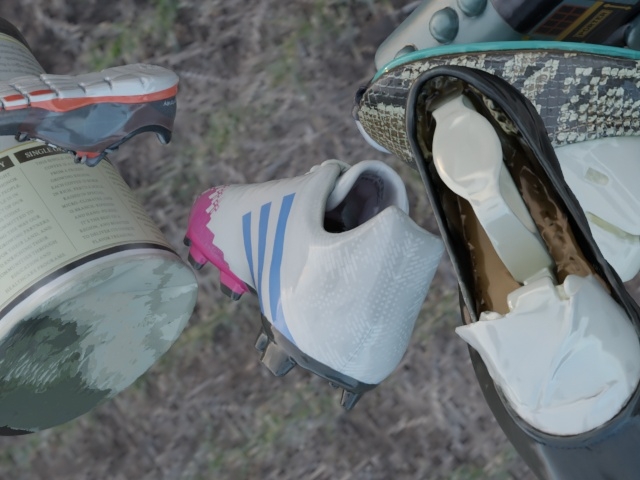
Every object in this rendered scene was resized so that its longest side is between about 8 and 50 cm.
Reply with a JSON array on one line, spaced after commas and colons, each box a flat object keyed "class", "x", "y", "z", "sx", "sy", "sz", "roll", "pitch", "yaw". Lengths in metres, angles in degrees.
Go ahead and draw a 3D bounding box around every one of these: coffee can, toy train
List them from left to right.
[{"class": "coffee can", "x": -0.252, "y": -0.016, "z": 1.238, "sx": 0.275, "sy": 0.201, "sz": 0.201, "roll": 52, "pitch": 135, "yaw": 25}, {"class": "toy train", "x": 0.164, "y": -0.170, "z": 1.250, "sx": 0.334, "sy": 0.190, "sz": 0.142, "roll": -40, "pitch": 58, "yaw": 45}]

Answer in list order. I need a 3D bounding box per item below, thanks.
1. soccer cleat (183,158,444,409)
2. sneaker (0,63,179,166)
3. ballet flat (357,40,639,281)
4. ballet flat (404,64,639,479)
[{"class": "soccer cleat", "x": 0.000, "y": 0.000, "z": 1.097, "sx": 0.116, "sy": 0.331, "sz": 0.143, "roll": 29, "pitch": 96, "yaw": -23}, {"class": "sneaker", "x": -0.169, "y": -0.076, "z": 1.055, "sx": 0.061, "sy": 0.157, "sz": 0.065, "roll": -123, "pitch": 27, "yaw": -66}, {"class": "ballet flat", "x": 0.274, "y": -0.052, "z": 1.166, "sx": 0.164, "sy": 0.482, "sz": 0.182, "roll": 115, "pitch": 151, "yaw": -59}, {"class": "ballet flat", "x": 0.104, "y": 0.023, "z": 0.813, "sx": 0.095, "sy": 0.096, "sz": 0.280, "roll": -31, "pitch": 60, "yaw": 12}]
